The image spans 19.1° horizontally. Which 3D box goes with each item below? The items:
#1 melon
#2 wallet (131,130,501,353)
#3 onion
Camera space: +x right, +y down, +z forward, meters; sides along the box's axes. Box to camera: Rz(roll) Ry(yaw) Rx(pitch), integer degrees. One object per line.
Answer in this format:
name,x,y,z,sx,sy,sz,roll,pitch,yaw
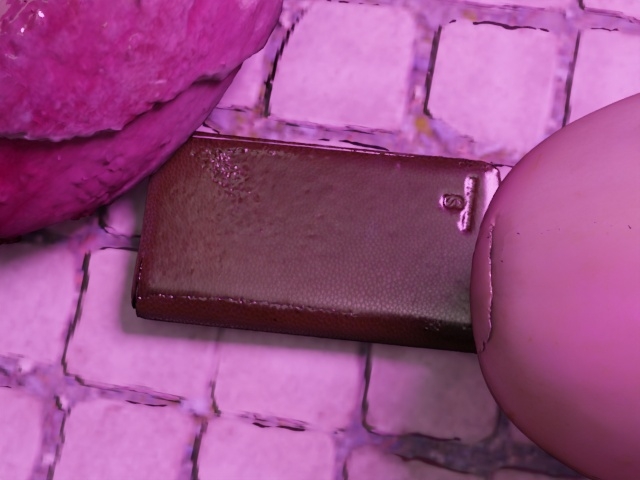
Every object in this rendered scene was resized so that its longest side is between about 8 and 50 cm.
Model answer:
melon,0.231,0.024,0.912,0.317,0.223,0.223,0,77,7
wallet,0.000,0.000,1.047,0.198,0.031,0.110,6,77,9
onion,-0.188,-0.118,1.025,0.267,0.159,0.349,23,83,24
